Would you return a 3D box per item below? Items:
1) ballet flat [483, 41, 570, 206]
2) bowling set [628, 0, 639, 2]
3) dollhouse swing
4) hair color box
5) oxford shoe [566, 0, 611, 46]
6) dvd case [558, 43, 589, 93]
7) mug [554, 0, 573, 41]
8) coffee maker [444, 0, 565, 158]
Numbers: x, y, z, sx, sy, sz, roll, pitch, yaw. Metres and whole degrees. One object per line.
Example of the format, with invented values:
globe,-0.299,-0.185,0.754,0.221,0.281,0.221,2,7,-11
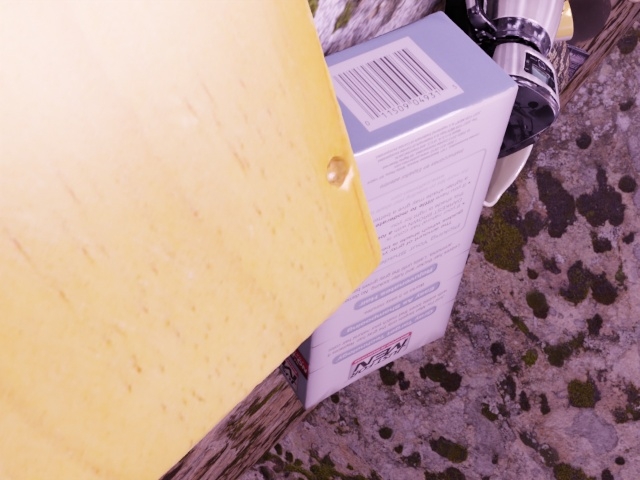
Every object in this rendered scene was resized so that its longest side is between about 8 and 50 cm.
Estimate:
ballet flat,0.161,-0.092,1.189,0.483,0.164,0.182,-47,128,-18
bowling set,0.486,-0.413,1.381,0.154,0.200,0.287,-38,169,-51
dollhouse swing,-0.205,0.012,0.440,0.347,0.305,0.315,-41,126,-34
hair color box,0.044,-0.010,0.900,0.185,0.114,0.374,-25,147,-22
oxford shoe,0.419,-0.360,1.680,0.212,0.076,0.076,-42,-168,-8
dvd case,0.333,-0.247,1.620,0.164,0.018,0.221,7,130,-40
mug,0.255,-0.263,1.125,0.064,0.062,0.078,-15,147,1
coffee maker,0.171,-0.175,0.956,0.171,0.120,0.178,119,-13,-61
